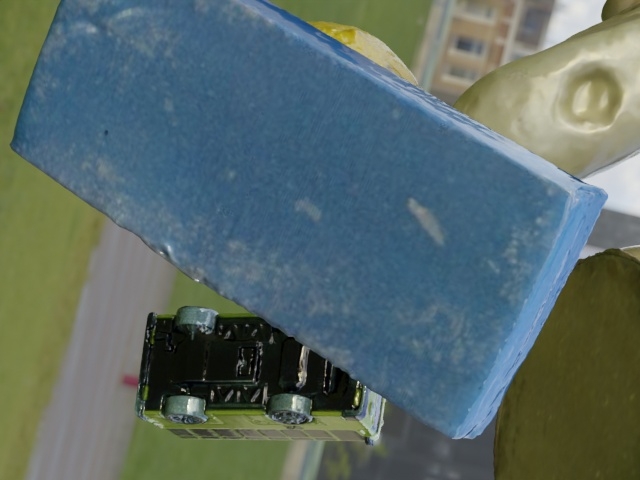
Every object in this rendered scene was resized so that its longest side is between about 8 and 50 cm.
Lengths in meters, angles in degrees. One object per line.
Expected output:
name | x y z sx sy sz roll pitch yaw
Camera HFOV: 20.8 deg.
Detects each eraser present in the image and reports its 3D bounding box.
eraser | -0.019 -0.038 0.893 0.042 0.312 0.144 -9 129 -62

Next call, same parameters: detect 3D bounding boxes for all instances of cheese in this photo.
cheese | 0.262 -0.139 1.671 0.328 0.351 0.129 -161 -132 -83

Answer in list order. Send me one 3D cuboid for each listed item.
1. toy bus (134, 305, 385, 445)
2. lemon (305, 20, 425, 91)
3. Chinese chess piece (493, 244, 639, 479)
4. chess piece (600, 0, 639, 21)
toy bus | -0.054 0.149 1.892 0.150 0.262 0.128 48 44 -61
lemon | -0.008 -0.104 1.589 0.192 0.231 0.192 -6 90 -81
Chinese chess piece | 0.270 0.169 1.453 0.338 0.140 0.338 -168 -90 -72
chess piece | 0.359 -0.279 1.889 0.139 0.307 0.124 -40 167 -11
